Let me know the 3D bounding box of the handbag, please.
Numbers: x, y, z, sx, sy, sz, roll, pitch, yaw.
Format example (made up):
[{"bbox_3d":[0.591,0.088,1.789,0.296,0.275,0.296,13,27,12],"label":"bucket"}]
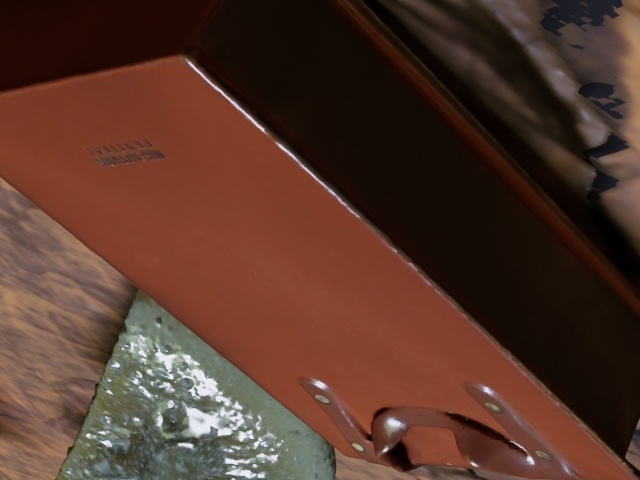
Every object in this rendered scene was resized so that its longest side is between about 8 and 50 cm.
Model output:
[{"bbox_3d":[0.000,0.000,0.445,0.127,0.063,0.190,-3,143,49],"label":"handbag"}]

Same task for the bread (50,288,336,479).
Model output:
[{"bbox_3d":[-0.052,0.100,0.677,0.112,0.036,0.193,24,137,-5],"label":"bread"}]
